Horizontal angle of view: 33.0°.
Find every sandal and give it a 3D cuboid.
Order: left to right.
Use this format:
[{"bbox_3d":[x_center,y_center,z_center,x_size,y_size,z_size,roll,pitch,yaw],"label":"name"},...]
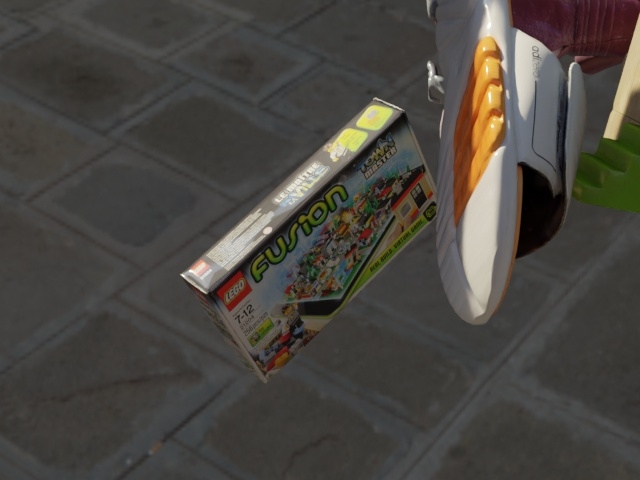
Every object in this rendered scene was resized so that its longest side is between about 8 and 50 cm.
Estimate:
[{"bbox_3d":[0.113,-0.081,0.611,0.076,0.102,0.265,8,63,-9],"label":"sandal"}]

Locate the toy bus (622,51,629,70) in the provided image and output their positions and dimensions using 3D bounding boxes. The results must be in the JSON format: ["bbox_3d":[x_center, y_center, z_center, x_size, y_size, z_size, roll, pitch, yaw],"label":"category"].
[{"bbox_3d":[0.480,-0.231,1.217,0.202,0.191,0.104,34,41,11],"label":"toy bus"}]

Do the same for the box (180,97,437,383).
[{"bbox_3d":[0.000,0.000,0.829,0.207,0.114,0.036,-44,45,-16],"label":"box"}]

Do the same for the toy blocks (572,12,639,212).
[{"bbox_3d":[0.359,-0.128,0.692,0.381,0.261,0.191,9,17,-12],"label":"toy blocks"}]

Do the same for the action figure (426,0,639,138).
[{"bbox_3d":[0.310,-0.274,1.291,0.370,0.248,0.276,-4,49,3],"label":"action figure"}]
